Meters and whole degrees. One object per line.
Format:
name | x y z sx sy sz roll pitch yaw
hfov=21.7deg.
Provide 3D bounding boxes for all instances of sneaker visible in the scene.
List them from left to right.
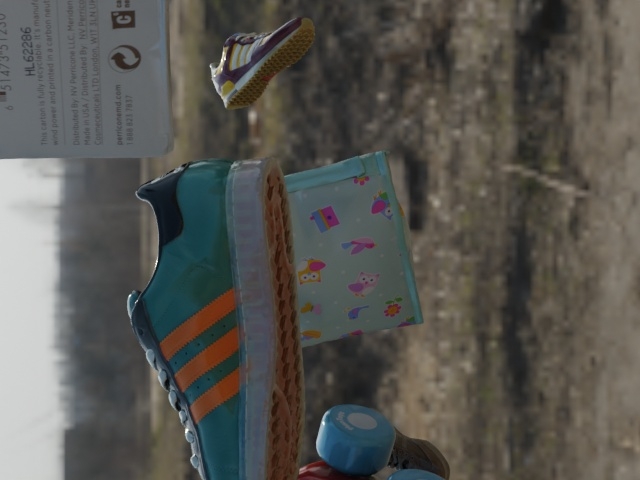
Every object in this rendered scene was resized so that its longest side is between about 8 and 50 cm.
sneaker | -0.083 0.089 1.286 0.108 0.121 0.302 13 -105 -75
sneaker | -0.085 -0.257 2.241 0.185 0.069 0.084 -40 70 35
sneaker | 0.102 0.311 2.423 0.188 0.071 0.066 30 123 39

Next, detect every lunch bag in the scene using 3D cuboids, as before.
lunch bag | 0.000 0.000 2.085 0.262 0.223 0.160 74 -176 -47

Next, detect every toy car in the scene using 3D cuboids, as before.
toy car | -0.029 0.295 1.526 0.210 0.238 0.219 43 127 46

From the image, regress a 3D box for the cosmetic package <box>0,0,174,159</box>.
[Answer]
cosmetic package | -0.343 -0.341 1.989 0.394 0.327 0.329 -98 9 -47
